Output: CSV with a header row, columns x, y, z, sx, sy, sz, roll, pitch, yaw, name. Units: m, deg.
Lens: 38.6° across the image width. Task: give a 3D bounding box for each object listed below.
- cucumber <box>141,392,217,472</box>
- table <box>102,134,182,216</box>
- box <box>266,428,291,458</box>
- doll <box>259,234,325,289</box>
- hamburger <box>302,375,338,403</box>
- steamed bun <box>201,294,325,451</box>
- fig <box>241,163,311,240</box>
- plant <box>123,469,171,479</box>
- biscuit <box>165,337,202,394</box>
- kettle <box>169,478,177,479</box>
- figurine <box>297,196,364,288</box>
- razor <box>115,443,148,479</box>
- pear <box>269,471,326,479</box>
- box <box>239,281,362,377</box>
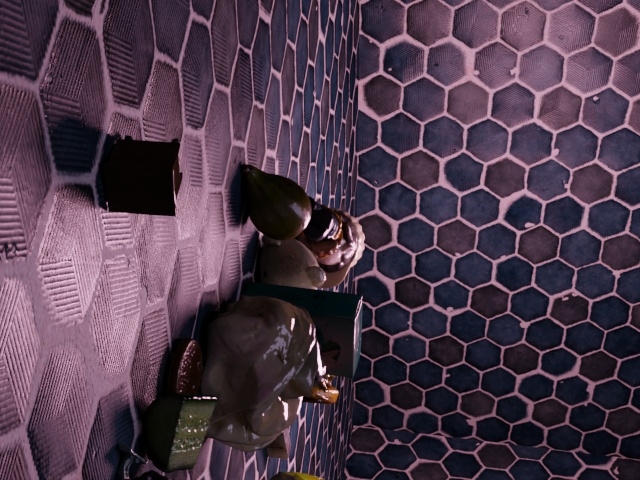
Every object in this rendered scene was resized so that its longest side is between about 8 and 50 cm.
x,y,z,sx,sy,sz,roll,pitch,yaw,name
-0.211,0.274,1.340,0.115,0.062,0.116,23,86,-65,cucumber
-0.212,-0.083,1.118,0.082,0.083,0.070,-85,178,-52,table
-0.108,0.468,2.228,0.218,0.055,0.039,84,13,-52,box
-0.076,0.092,2.046,0.149,0.175,0.278,-53,169,-12,doll
-0.043,0.324,2.148,0.191,0.181,0.118,36,63,-61,hamburger
-0.096,0.245,1.676,0.268,0.207,0.280,30,67,-81,steamed bun
-0.109,-0.079,1.824,0.126,0.185,0.133,-41,-150,39,fig
-0.227,0.337,1.036,0.149,0.146,0.274,52,-4,19,plant
-0.218,0.241,1.449,0.124,0.026,0.175,-41,135,-73,biscuit
-0.209,0.467,1.262,0.240,0.165,0.255,48,39,-38,kettle
0.019,-0.024,2.369,0.204,0.185,0.332,-43,160,-19,figurine
-0.247,0.367,1.195,0.068,0.037,0.191,68,11,-61,razor
0.025,0.728,2.181,0.399,0.165,0.399,28,-58,57,pear
-0.041,0.182,1.866,0.092,0.244,0.153,-70,162,-57,box
